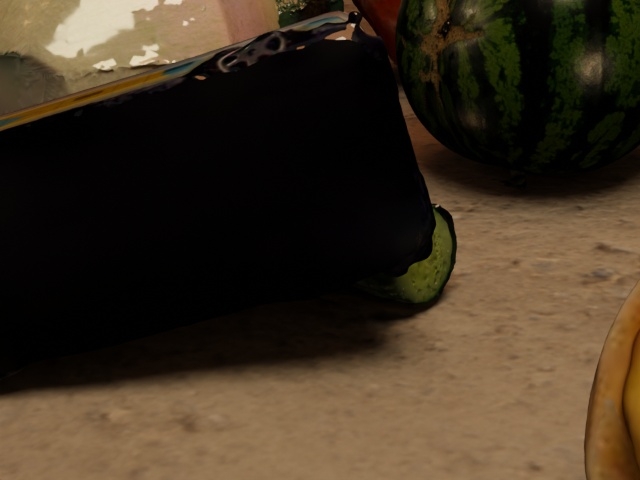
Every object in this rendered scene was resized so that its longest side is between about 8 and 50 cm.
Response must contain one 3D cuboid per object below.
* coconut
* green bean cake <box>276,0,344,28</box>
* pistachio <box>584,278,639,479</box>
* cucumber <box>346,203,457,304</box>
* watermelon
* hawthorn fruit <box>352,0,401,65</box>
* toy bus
[{"bbox_3d":[-0.196,-0.153,0.921,0.297,0.297,0.309,2,18,16],"label":"coconut"},{"bbox_3d":[-0.039,-0.280,1.257,0.107,0.208,0.193,-18,25,-20],"label":"green bean cake"},{"bbox_3d":[0.269,0.054,0.461,0.308,0.230,0.230,-21,28,-22],"label":"pistachio"},{"bbox_3d":[0.002,0.001,0.810,0.211,0.062,0.078,10,41,45],"label":"cucumber"},{"bbox_3d":[0.198,-0.180,0.937,0.269,0.269,0.269,-4,24,2],"label":"watermelon"},{"bbox_3d":[0.169,-0.318,1.220,0.284,0.284,0.284,-4,24,2],"label":"hawthorn fruit"},{"bbox_3d":[-0.126,-0.028,0.722,0.386,0.171,0.162,-16,16,6],"label":"toy bus"}]
